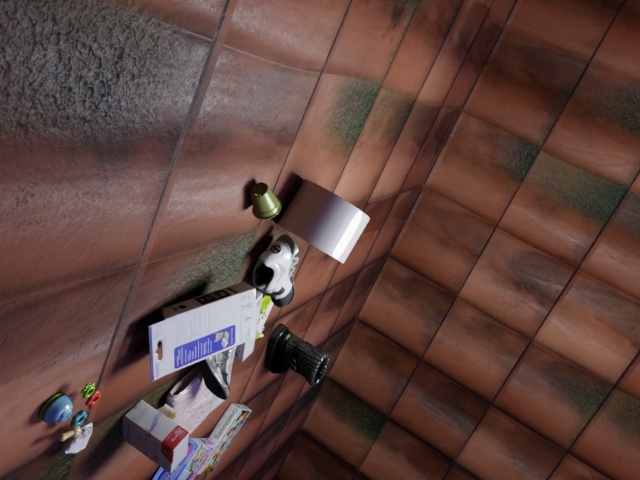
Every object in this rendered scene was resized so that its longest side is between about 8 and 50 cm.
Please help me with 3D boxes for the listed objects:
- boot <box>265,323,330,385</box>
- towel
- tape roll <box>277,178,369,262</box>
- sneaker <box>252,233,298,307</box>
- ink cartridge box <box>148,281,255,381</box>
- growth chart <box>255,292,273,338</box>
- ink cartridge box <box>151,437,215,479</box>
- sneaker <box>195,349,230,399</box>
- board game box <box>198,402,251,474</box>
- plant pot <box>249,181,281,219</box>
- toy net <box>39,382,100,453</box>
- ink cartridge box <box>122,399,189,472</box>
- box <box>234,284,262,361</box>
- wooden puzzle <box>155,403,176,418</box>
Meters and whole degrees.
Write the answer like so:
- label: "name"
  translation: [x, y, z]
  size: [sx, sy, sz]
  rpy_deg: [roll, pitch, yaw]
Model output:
- label: "boot"
  translation: [-0.099, 0.527, 2.403]
  size: [0.131, 0.260, 0.348]
  rpy_deg: [-49, 160, -31]
- label: "towel"
  translation: [-0.409, 0.527, 1.888]
  size: [0.317, 0.053, 0.332]
  rpy_deg: [-39, 153, -48]
- label: "tape roll"
  translation: [0.011, -0.060, 1.770]
  size: [0.169, 0.246, 0.246]
  rpy_deg: [-58, 163, -1]
- label: "sneaker"
  translation: [-0.164, 0.125, 1.832]
  size: [0.146, 0.122, 0.331]
  rpy_deg: [-34, 149, -30]
- label: "ink cartridge box"
  translation: [-0.316, 0.232, 1.481]
  size: [0.332, 0.065, 0.165]
  rpy_deg: [-16, 119, -45]
- label: "growth chart"
  translation: [-0.217, 0.276, 2.065]
  size: [0.237, 0.021, 0.172]
  rpy_deg: [-65, 161, 16]
- label: "ink cartridge box"
  translation: [-0.509, 0.834, 2.104]
  size: [0.186, 0.065, 0.311]
  rpy_deg: [-56, 161, -13]
- label: "sneaker"
  translation: [-0.316, 0.391, 1.765]
  size: [0.130, 0.087, 0.228]
  rpy_deg: [-48, 129, -45]
- label: "board game box"
  translation: [-0.418, 0.832, 2.363]
  size: [0.305, 0.053, 0.193]
  rpy_deg: [-56, 162, -10]
- label: "plant pot"
  translation: [-0.155, -0.112, 1.511]
  size: [0.083, 0.083, 0.079]
  rpy_deg: [-52, 150, -23]
- label: "toy net"
  translation: [-0.557, 0.403, 1.279]
  size: [0.122, 0.045, 0.232]
  rpy_deg: [-48, 161, -39]
- label: "ink cartridge box"
  translation: [-0.458, 0.544, 1.562]
  size: [0.072, 0.175, 0.127]
  rpy_deg: [-45, 158, -47]
- label: "box"
  translation: [-0.254, 0.285, 1.899]
  size: [0.067, 0.063, 0.324]
  rpy_deg: [-42, 156, -41]
- label: "wooden puzzle"
  translation: [-0.480, 0.515, 1.673]
  size: [0.078, 0.014, 0.116]
  rpy_deg: [-25, 145, -11]
